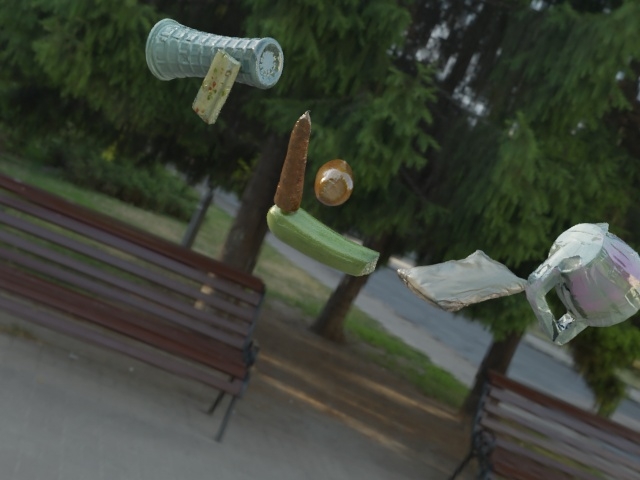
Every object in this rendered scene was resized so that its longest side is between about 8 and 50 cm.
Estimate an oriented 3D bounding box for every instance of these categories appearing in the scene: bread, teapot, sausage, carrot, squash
[{"bbox_3d":[-0.225,-0.333,2.016,0.028,0.153,0.068,0,36,-50],"label":"bread"},{"bbox_3d":[0.494,0.067,1.778,0.178,0.222,0.163,45,30,-28],"label":"teapot"},{"bbox_3d":[0.036,-0.153,2.417,0.105,0.105,0.274,23,11,-3],"label":"sausage"},{"bbox_3d":[-0.050,-0.158,1.838,0.057,0.224,0.057,8,40,-7],"label":"carrot"},{"bbox_3d":[0.000,0.000,1.926,0.250,0.083,0.083,28,4,7],"label":"squash"}]

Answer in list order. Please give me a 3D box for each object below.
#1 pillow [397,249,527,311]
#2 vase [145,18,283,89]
[{"bbox_3d":[0.336,0.091,2.180,0.270,0.067,0.173,-13,37,-27],"label":"pillow"},{"bbox_3d":[-0.234,-0.412,2.087,0.299,0.143,0.143,13,-3,30],"label":"vase"}]
